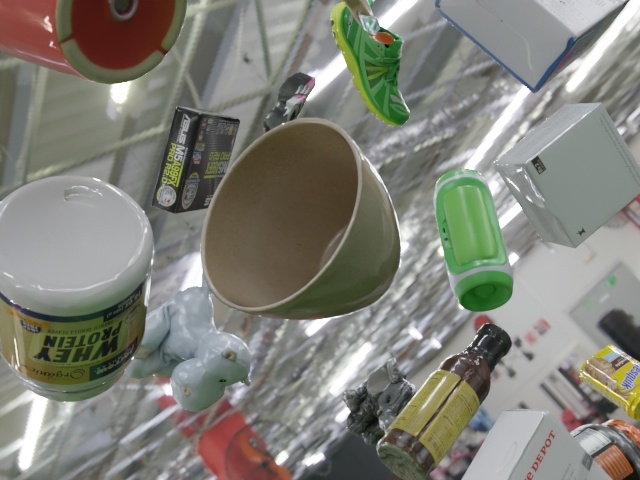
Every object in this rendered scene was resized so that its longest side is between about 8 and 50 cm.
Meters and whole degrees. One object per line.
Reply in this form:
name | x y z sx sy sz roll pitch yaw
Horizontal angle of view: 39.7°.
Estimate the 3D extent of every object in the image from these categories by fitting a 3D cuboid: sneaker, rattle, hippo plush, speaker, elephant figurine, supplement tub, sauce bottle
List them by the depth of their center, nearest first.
supplement tub | -0.369 0.082 1.309 0.228 0.228 0.316 -31 -24 -32
rattle | 0.020 -0.395 1.512 0.142 0.200 0.130 -24 -3 3
sauce bottle | 0.240 0.288 1.625 0.344 0.111 0.111 -43 -13 -32
speaker | 0.313 -0.004 1.834 0.131 0.297 0.131 -4 -37 -3
elephant figurine | 0.161 0.334 1.836 0.169 0.186 0.239 3 -24 -22
sneaker | 0.124 -0.365 1.843 0.123 0.296 0.109 -20 28 18
hippo plush | -0.244 0.235 1.847 0.294 0.236 0.234 -41 -26 -15
supplement tub | 0.546 0.529 1.893 0.337 0.207 0.207 -23 -22 -25
sneaker | -0.074 -0.327 2.152 0.178 0.072 0.077 -52 -14 1

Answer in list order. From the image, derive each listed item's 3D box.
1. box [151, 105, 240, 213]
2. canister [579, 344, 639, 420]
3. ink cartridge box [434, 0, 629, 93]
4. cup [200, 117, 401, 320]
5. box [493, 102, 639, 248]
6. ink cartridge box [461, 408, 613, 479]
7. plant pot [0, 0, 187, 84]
box | -0.266 -0.176 1.936 0.270 0.060 0.216 -20 -53 -77
canister | 0.711 0.329 2.080 0.126 0.170 0.073 -30 -51 -20
ink cartridge box | 0.442 -0.485 1.777 0.395 0.270 0.151 -38 -12 -45
cup | 0.000 0.000 1.465 0.331 0.331 0.237 -45 -45 13
box | 0.433 -0.115 1.538 0.182 0.181 0.119 -38 15 -8
ink cartridge box | 0.376 0.444 1.471 0.207 0.283 0.117 -52 18 -25
plant pot | -0.323 -0.339 1.168 0.275 0.243 0.275 -30 -43 -33
